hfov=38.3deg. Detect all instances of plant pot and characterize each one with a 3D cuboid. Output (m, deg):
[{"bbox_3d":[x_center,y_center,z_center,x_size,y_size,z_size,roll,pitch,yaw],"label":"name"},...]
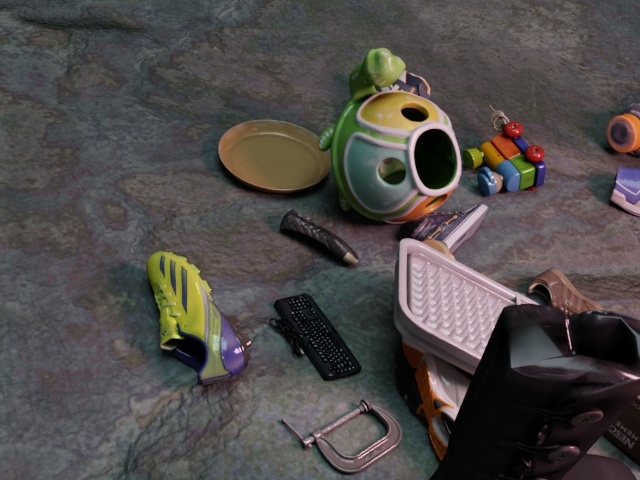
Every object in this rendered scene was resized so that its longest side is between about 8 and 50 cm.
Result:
[{"bbox_3d":[-0.095,-0.170,1.918,0.237,0.032,0.236,7,42,-7],"label":"plant pot"}]

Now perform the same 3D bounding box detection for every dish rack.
[{"bbox_3d":[0.258,0.146,1.541,0.333,0.072,0.285,28,27,-9],"label":"dish rack"}]

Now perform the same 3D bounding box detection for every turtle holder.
[{"bbox_3d":[0.157,-0.191,1.772,0.244,0.320,0.227,6,3,-30],"label":"turtle holder"}]

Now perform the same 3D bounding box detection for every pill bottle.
[{"bbox_3d":[0.789,-0.270,2.164,0.246,0.130,0.130,-15,49,-27],"label":"pill bottle"}]

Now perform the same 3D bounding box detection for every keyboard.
[{"bbox_3d":[-0.014,0.158,1.573,0.100,0.038,0.192,-16,48,-28],"label":"keyboard"}]

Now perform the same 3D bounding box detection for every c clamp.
[{"bbox_3d":[0.043,0.296,1.445,0.161,0.022,0.137,-20,50,-30],"label":"c clamp"}]

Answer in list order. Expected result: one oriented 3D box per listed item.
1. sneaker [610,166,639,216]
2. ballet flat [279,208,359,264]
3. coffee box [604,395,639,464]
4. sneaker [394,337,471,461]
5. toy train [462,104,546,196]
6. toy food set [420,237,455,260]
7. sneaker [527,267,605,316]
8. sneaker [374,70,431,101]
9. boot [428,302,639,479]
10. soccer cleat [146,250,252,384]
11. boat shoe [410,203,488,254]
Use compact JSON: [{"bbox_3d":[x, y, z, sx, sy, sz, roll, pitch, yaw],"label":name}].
[{"bbox_3d":[0.797,-0.127,1.970,0.316,0.182,0.127,18,41,6],"label":"sneaker"},{"bbox_3d":[0.000,0.000,1.754,0.173,0.049,0.057,33,3,20],"label":"ballet flat"},{"bbox_3d":[0.592,0.234,1.570,0.297,0.118,0.168,-26,55,-35],"label":"coffee box"},{"bbox_3d":[0.214,0.251,1.495,0.121,0.099,0.262,-1,47,-30],"label":"sneaker"},{"bbox_3d":[0.372,-0.199,2.020,0.144,0.105,0.248,-19,49,-13],"label":"toy train"},{"bbox_3d":[0.208,0.036,1.744,0.083,0.020,0.082,-31,65,5],"label":"toy food set"},{"bbox_3d":[0.462,0.131,1.709,0.071,0.066,0.188,-28,48,-15],"label":"sneaker"},{"bbox_3d":[0.187,-0.285,2.041,0.128,0.126,0.321,2,42,-6],"label":"sneaker"},{"bbox_3d":[0.346,0.257,1.241,0.367,0.445,0.146,-4,44,-17],"label":"boot"},{"bbox_3d":[-0.228,0.121,1.523,0.121,0.093,0.289,-25,53,-26],"label":"soccer cleat"},{"bbox_3d":[0.257,-0.035,1.825,0.083,0.065,0.183,36,49,18],"label":"boat shoe"}]
